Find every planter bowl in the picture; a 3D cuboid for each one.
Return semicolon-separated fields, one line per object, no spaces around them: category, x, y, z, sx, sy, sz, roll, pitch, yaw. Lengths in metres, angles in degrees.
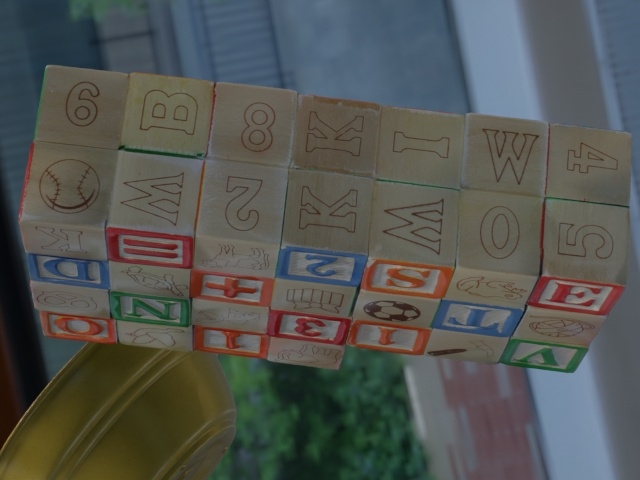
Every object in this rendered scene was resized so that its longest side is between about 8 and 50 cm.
planter bowl;-0.122;0.136;1.203;0.090;0.217;0.217;40;154;12

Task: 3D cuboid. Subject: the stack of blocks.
stack of blocks;0.000;0.000;0.935;0.171;0.297;0.087;100;176;-67
